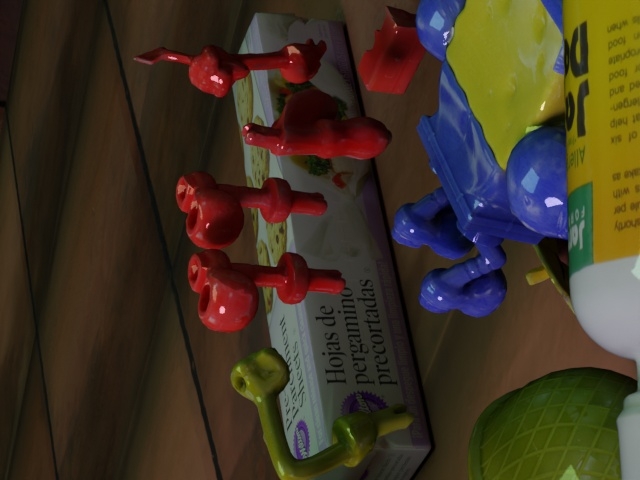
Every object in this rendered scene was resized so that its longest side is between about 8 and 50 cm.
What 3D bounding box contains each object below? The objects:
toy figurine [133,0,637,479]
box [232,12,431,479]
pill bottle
[{"bbox_3d":[0.069,-0.048,0.644,0.362,0.191,0.217,-109,34,-45],"label":"toy figurine"},{"bbox_3d":[0.000,0.000,1.000,0.067,0.063,0.324,116,151,-50],"label":"box"},{"bbox_3d":[0.137,-0.025,0.527,0.117,0.118,0.208,154,118,-68],"label":"pill bottle"}]
